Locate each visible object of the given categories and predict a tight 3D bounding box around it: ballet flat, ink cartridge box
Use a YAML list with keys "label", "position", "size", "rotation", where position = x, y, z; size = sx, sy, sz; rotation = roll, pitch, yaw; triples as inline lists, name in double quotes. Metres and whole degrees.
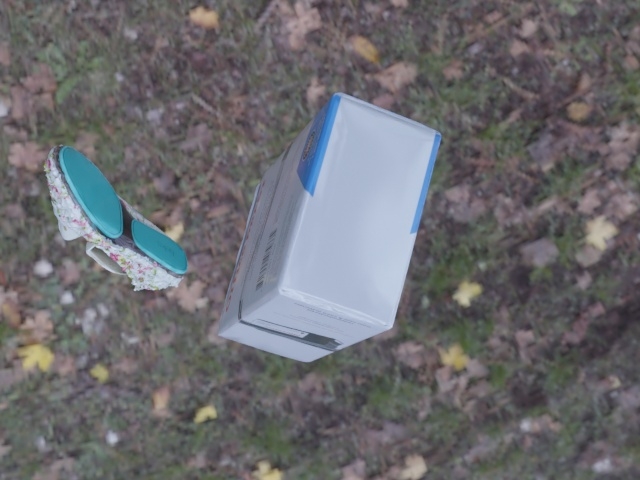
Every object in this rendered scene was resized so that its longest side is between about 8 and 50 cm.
- label: "ballet flat"
  position: [-0.243, -0.011, 1.325]
  size: [0.077, 0.091, 0.241]
  rotation: [-23, 134, 21]
- label: "ink cartridge box"
  position: [0.000, 0.000, 1.688]
  size: [0.166, 0.285, 0.395]
  rotation: [19, 163, -12]
